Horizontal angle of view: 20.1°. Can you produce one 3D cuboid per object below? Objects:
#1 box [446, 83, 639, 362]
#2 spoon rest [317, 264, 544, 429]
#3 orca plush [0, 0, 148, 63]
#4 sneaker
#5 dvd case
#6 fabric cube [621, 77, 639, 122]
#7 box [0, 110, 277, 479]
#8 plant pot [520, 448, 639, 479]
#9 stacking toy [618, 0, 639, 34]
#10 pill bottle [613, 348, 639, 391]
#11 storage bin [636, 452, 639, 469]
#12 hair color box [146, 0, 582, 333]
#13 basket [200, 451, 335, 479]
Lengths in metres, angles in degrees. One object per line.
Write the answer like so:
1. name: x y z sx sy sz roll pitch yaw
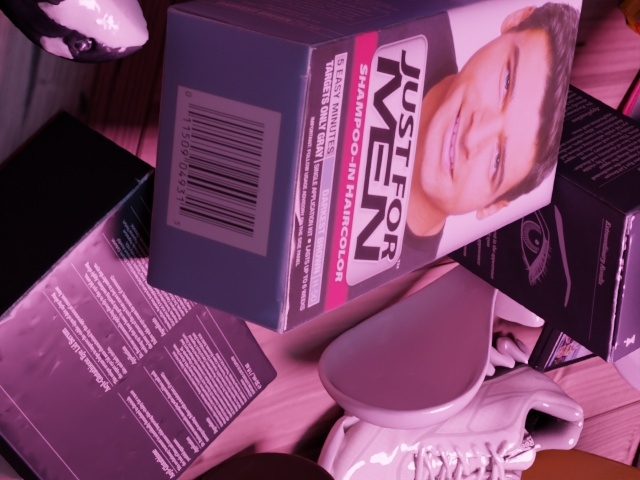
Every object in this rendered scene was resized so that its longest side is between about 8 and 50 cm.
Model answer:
1. box: 0.204 -0.025 1.476 0.108 0.207 0.153 -28 136 -32
2. spoon rest: 0.105 0.080 1.538 0.276 0.137 0.084 -31 130 -50
3. orca plush: -0.206 -0.187 0.980 0.102 0.151 0.287 -24 148 12
4. sneaker: 0.117 0.177 1.622 0.292 0.118 0.110 -21 134 -36
5. dvd case: 0.289 0.033 1.735 0.253 0.022 0.180 -7 124 -61
6. fabric cube: 0.480 -0.133 1.666 0.258 0.254 0.259 19 103 -55
7. box: -0.160 0.069 1.233 0.184 0.103 0.261 -47 144 -17
8. plant pot: 0.244 0.332 1.828 0.212 0.187 0.212 -31 139 -29
9. stacking toy: 0.300 -0.281 1.513 0.167 0.052 0.221 -51 143 -6
10. pill bottle: 0.372 0.078 1.767 0.221 0.124 0.124 -11 127 -60
11. storage bin: 0.418 0.249 2.045 0.135 0.098 0.091 -14 118 -42
12. hair color box: 0.043 -0.085 1.239 0.374 0.113 0.185 -24 126 -54
13. basket: -0.039 0.303 1.523 0.204 0.154 0.227 -29 133 -33
